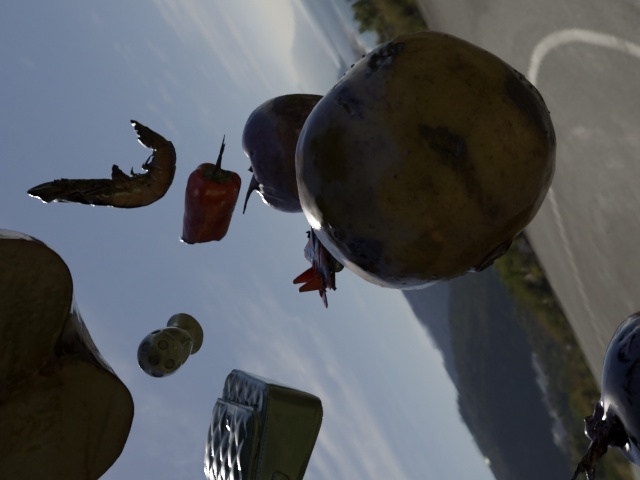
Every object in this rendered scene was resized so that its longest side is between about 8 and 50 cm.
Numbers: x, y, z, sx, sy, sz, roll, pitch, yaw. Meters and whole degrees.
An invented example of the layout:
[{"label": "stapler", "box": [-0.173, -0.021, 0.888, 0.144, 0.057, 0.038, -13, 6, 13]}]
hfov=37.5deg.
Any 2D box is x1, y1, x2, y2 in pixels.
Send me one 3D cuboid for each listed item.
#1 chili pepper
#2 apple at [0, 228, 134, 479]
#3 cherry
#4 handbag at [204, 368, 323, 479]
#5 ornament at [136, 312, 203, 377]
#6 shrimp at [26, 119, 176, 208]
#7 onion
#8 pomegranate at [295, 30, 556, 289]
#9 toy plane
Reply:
[{"label": "chili pepper", "box": [-0.165, -0.076, 1.447, 0.086, 0.084, 0.192, -104, 25, -57]}, {"label": "apple", "box": [-0.409, 0.183, 1.077, 0.329, 0.365, 0.295, 46, 155, 6]}, {"label": "cherry", "box": [-0.039, -0.159, 1.679, 0.183, 0.266, 0.213, 83, 166, -78]}, {"label": "handbag", "box": [-0.085, 0.263, 1.073, 0.079, 0.219, 0.256, 18, 171, -15]}, {"label": "ornament", "box": [-0.230, 0.162, 1.455, 0.156, 0.081, 0.074, -39, -73, -78]}, {"label": "shrimp", "box": [-0.282, -0.100, 1.248, 0.195, 0.148, 0.035, -1, -130, -30]}, {"label": "onion", "box": [0.454, 0.227, 1.278, 0.273, 0.285, 0.273, -20, -90, -80]}, {"label": "pomegranate", "box": [0.109, -0.081, 1.002, 0.281, 0.281, 0.281, 59, -174, -10]}, {"label": "toy plane", "box": [0.003, 0.000, 1.410, 0.130, 0.061, 0.189, -128, 45, -61]}]
